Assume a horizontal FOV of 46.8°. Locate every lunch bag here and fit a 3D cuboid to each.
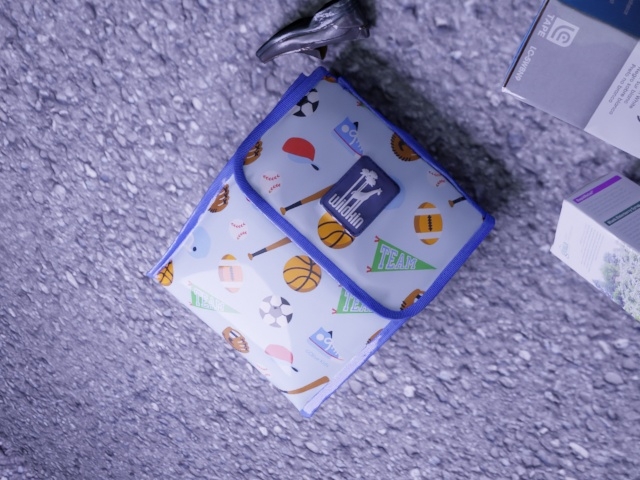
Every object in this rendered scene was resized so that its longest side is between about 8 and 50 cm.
[{"bbox_3d":[0.000,0.000,1.036,0.328,0.239,0.385,43,115,0],"label":"lunch bag"}]

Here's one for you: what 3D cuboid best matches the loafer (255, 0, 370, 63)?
[{"bbox_3d":[-0.013,-0.265,0.977,0.170,0.062,0.061,-16,116,37],"label":"loafer"}]

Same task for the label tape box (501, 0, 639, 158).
[{"bbox_3d":[0.369,-0.152,0.712,0.333,0.240,0.106,29,129,11],"label":"label tape box"}]

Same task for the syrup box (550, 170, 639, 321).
[{"bbox_3d":[0.386,0.029,0.842,0.237,0.096,0.093,47,153,37],"label":"syrup box"}]
